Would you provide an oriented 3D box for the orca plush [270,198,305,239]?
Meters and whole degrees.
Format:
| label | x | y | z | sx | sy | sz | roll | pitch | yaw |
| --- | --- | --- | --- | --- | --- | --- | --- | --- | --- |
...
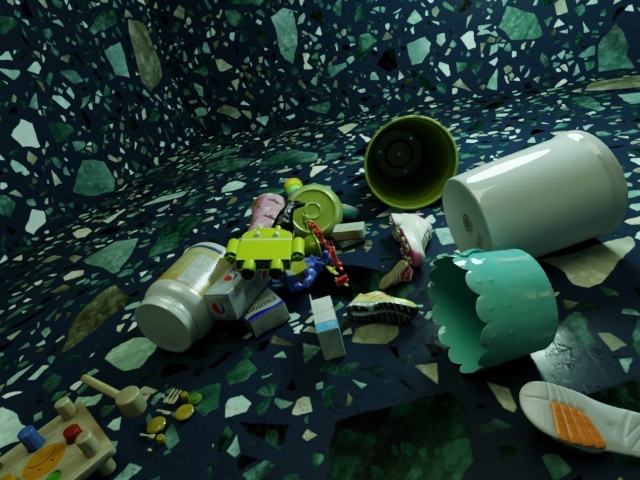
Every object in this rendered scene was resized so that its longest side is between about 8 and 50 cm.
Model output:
| label | x | y | z | sx | sy | sz | roll | pitch | yaw |
| --- | --- | --- | --- | --- | --- | --- | --- | --- | --- |
| orca plush | -0.117 | -0.018 | 1.574 | 0.287 | 0.151 | 0.102 | -63 | 19 | -17 |

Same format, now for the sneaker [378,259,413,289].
| label | x | y | z | sx | sy | sz | roll | pitch | yaw |
| --- | --- | --- | --- | --- | --- | --- | --- | --- | --- |
| sneaker | 0.241 | 0.122 | 1.362 | 0.118 | 0.067 | 0.042 | -46 | 31 | 7 |

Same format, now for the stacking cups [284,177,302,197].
| label | x | y | z | sx | sy | sz | roll | pitch | yaw |
| --- | --- | --- | --- | --- | --- | --- | --- | --- | --- |
| stacking cups | -0.105 | -0.189 | 2.048 | 0.096 | 0.096 | 0.316 | -17 | 33 | -3 |

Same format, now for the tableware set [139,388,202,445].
| label | x | y | z | sx | sy | sz | roll | pitch | yaw |
| --- | --- | --- | --- | --- | --- | --- | --- | --- | --- |
| tableware set | -0.373 | 0.447 | 1.107 | 0.104 | 0.024 | 0.154 | 0 | 31 | 20 |

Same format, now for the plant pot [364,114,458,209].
| label | x | y | z | sx | sy | sz | roll | pitch | yaw |
| --- | --- | --- | --- | --- | --- | --- | --- | --- | --- |
| plant pot | 0.360 | -0.350 | 1.860 | 0.366 | 0.366 | 0.353 | -12 | 17 | 6 |

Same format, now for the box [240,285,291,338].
| label | x | y | z | sx | sy | sz | roll | pitch | yaw |
| --- | --- | --- | --- | --- | --- | --- | --- | --- | --- |
| box | -0.184 | 0.221 | 1.358 | 0.126 | 0.072 | 0.137 | -29 | 31 | -22 |

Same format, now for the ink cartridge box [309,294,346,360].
| label | x | y | z | sx | sy | sz | roll | pitch | yaw |
| --- | --- | --- | --- | --- | --- | --- | --- | --- | --- |
| ink cartridge box | 0.018 | 0.229 | 1.207 | 0.060 | 0.104 | 0.180 | -16 | 29 | 0 |

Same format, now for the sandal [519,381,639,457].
| label | x | y | z | sx | sy | sz | roll | pitch | yaw |
| --- | --- | --- | --- | --- | --- | --- | --- | --- | --- |
| sandal | 0.496 | 0.348 | 0.800 | 0.265 | 0.076 | 0.102 | 16 | 52 | 12 |

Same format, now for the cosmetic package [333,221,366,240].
| label | x | y | z | sx | sy | sz | roll | pitch | yaw |
| --- | --- | --- | --- | --- | --- | --- | --- | --- | --- |
| cosmetic package | 0.110 | -0.035 | 1.646 | 0.115 | 0.041 | 0.060 | -5 | 31 | 19 |

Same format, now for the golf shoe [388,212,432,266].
| label | x | y | z | sx | sy | sz | roll | pitch | yaw |
| --- | --- | --- | --- | --- | --- | --- | --- | --- | --- |
| golf shoe | 0.327 | -0.019 | 1.490 | 0.140 | 0.115 | 0.306 | -11 | 30 | 2 |

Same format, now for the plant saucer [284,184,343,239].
| label | x | y | z | sx | sy | sz | roll | pitch | yaw |
| --- | --- | --- | --- | --- | --- | --- | --- | --- | --- |
| plant saucer | -0.030 | -0.113 | 1.731 | 0.241 | 0.241 | 0.037 | -17 | -11 | -3 |

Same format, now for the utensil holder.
| label | x | y | z | sx | sy | sz | roll | pitch | yaw |
| --- | --- | --- | --- | --- | --- | --- | --- | --- | --- |
| utensil holder | 0.604 | -0.106 | 1.284 | 0.385 | 0.328 | 0.327 | -19 | 29 | -2 |

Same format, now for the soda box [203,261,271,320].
| label | x | y | z | sx | sy | sz | roll | pitch | yaw |
| --- | --- | --- | --- | --- | --- | --- | --- | --- | --- |
| soda box | -0.243 | 0.129 | 1.372 | 0.091 | 0.098 | 0.286 | -4 | 27 | 24 |

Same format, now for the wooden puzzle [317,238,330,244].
| label | x | y | z | sx | sy | sz | roll | pitch | yaw |
| --- | --- | --- | --- | --- | --- | --- | --- | --- | --- |
| wooden puzzle | 0.000 | 0.000 | 1.677 | 0.083 | 0.006 | 0.049 | 25 | 24 | -4 |

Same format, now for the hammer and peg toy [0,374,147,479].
| label | x | y | z | sx | sy | sz | roll | pitch | yaw |
| --- | --- | --- | --- | --- | --- | --- | --- | --- | --- |
| hammer and peg toy | -0.600 | 0.488 | 1.038 | 0.266 | 0.127 | 0.361 | 12 | 39 | 44 |

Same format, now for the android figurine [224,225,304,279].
| label | x | y | z | sx | sy | sz | roll | pitch | yaw |
| --- | --- | --- | --- | --- | --- | --- | --- | --- | --- |
| android figurine | -0.173 | 0.028 | 1.379 | 0.248 | 0.056 | 0.273 | 0 | 31 | 1 |

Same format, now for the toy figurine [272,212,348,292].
| label | x | y | z | sx | sy | sz | roll | pitch | yaw |
| --- | --- | --- | --- | --- | --- | --- | --- | --- | --- |
| toy figurine | -0.078 | 0.067 | 1.472 | 0.217 | 0.191 | 0.362 | -26 | 29 | -9 |

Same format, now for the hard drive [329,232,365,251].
| label | x | y | z | sx | sy | sz | roll | pitch | yaw |
| --- | --- | --- | --- | --- | --- | --- | --- | --- | --- |
| hard drive | 0.102 | -0.007 | 1.669 | 0.094 | 0.022 | 0.135 | -22 | 29 | -11 |

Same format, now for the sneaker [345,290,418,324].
| label | x | y | z | sx | sy | sz | roll | pitch | yaw |
| --- | --- | --- | --- | --- | --- | --- | --- | --- | --- |
| sneaker | 0.179 | 0.180 | 1.240 | 0.208 | 0.081 | 0.094 | 0 | 30 | 28 |

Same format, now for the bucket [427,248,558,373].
| label | x | y | z | sx | sy | sz | roll | pitch | yaw |
| --- | --- | --- | --- | --- | --- | --- | --- | --- | --- |
| bucket | 0.384 | 0.151 | 0.999 | 0.183 | 0.281 | 0.281 | -10 | 28 | -7 |

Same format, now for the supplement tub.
| label | x | y | z | sx | sy | sz | roll | pitch | yaw |
| --- | --- | --- | --- | --- | --- | --- | --- | --- | --- |
| supplement tub | -0.410 | 0.175 | 1.389 | 0.228 | 0.228 | 0.316 | -2 | 32 | 24 |

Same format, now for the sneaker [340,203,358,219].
| label | x | y | z | sx | sy | sz | roll | pitch | yaw |
| --- | --- | --- | --- | --- | --- | --- | --- | --- | --- |
| sneaker | 0.006 | -0.091 | 1.800 | 0.302 | 0.121 | 0.108 | 2 | -7 | 0 |

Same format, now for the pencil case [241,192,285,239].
| label | x | y | z | sx | sy | sz | roll | pitch | yaw |
| --- | --- | --- | --- | --- | --- | --- | --- | --- | --- |
| pencil case | -0.227 | -0.058 | 1.789 | 0.167 | 0.160 | 0.386 | 4 | 30 | -2 |
